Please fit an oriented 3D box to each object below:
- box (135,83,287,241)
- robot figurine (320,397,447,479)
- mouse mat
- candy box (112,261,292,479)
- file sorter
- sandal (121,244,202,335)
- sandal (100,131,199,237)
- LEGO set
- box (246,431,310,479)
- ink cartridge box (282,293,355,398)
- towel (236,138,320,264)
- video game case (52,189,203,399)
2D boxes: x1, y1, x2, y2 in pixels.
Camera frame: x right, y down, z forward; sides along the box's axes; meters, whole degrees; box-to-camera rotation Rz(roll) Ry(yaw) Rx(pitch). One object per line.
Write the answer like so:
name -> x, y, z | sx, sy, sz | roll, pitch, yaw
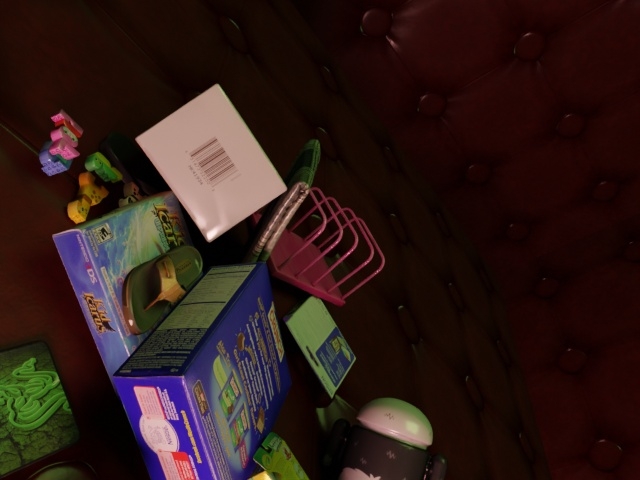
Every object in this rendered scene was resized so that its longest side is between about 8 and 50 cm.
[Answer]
box -> -0.201, -0.155, 1.129 | 0.215, 0.168, 0.345 | 56, -1, -12
robot figurine -> 0.129, 0.469, 1.206 | 0.209, 0.173, 0.278 | 26, 74, -21
mouse mat -> -0.398, 0.213, 0.726 | 0.189, 0.007, 0.153 | -8, 72, -65
candy box -> -0.162, 0.223, 0.926 | 0.317, 0.122, 0.268 | -58, 142, -60
file sorter -> 0.000, 0.000, 1.449 | 0.290, 0.182, 0.202 | 30, 26, -49
sandal -> -0.233, 0.066, 0.903 | 0.219, 0.060, 0.090 | -46, 121, -63
sandal -> -0.322, -0.103, 1.133 | 0.254, 0.054, 0.097 | 51, 27, -22
LEGO set -> -0.388, -0.090, 0.957 | 0.227, 0.087, 0.093 | 54, 28, -45
box -> -0.050, 0.395, 0.902 | 0.179, 0.043, 0.105 | 59, 13, 2
ink cartridge box -> -0.008, 0.248, 1.389 | 0.206, 0.045, 0.208 | 60, 23, -4
towel -> -0.091, -0.028, 1.161 | 0.056, 0.324, 0.312 | 30, 21, -10
video game case -> -0.280, 0.076, 0.948 | 0.244, 0.061, 0.270 | -45, 121, -65
